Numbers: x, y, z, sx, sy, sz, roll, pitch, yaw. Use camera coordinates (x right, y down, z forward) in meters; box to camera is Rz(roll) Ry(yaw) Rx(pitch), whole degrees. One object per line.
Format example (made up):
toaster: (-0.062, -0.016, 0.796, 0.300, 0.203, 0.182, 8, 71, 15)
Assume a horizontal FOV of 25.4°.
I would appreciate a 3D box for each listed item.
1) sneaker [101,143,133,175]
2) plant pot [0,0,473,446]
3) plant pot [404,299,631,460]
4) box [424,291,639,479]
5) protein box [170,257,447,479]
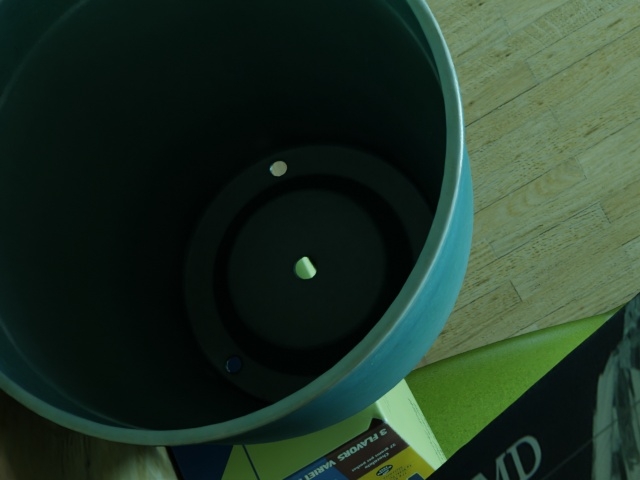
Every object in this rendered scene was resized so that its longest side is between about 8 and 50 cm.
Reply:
sneaker: (-0.151, -0.048, 0.948, 0.080, 0.081, 0.211, 57, 5, -11)
plant pot: (-0.034, -0.008, 0.780, 0.271, 0.272, 0.255, 62, 7, 21)
plant pot: (0.215, 0.236, 1.345, 0.366, 0.353, 0.366, 59, 6, -10)
box: (0.288, 0.242, 0.572, 0.297, 0.480, 0.472, 17, 40, -35)
protein box: (-0.021, 0.109, 1.001, 0.200, 0.136, 0.201, 62, 7, 31)
